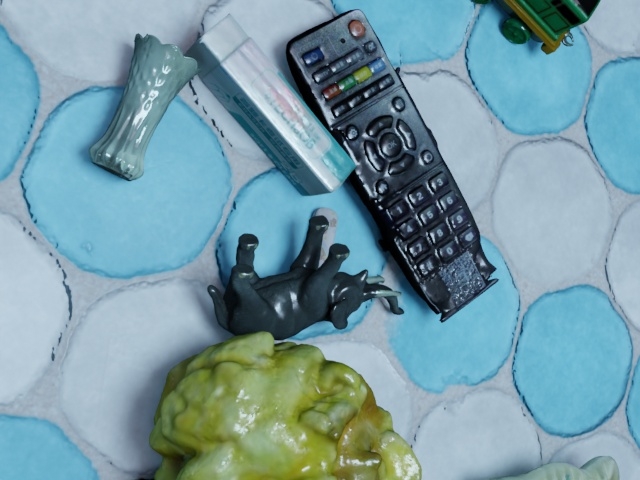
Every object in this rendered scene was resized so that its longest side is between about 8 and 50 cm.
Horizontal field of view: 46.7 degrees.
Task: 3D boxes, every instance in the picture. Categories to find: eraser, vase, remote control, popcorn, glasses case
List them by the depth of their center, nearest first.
[{"bbox_3d":[-0.037,0.225,0.791,0.286,0.252,0.215,40,32,-26],"label":"popcorn"},{"bbox_3d":[-0.197,-0.140,0.810,0.081,0.081,0.149,26,81,-21],"label":"vase"},{"bbox_3d":[-0.059,-0.148,0.860,0.052,0.095,0.225,-45,106,-15],"label":"eraser"},{"bbox_3d":[0.000,0.000,0.920,0.032,0.021,0.083,16,81,-21],"label":"glasses case"},{"bbox_3d":[0.096,-0.094,0.946,0.144,0.062,0.399,-33,99,-23],"label":"remote control"}]

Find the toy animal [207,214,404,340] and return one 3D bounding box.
[{"bbox_3d":[-0.004,0.049,0.867,0.269,0.082,0.137,-5,125,-26],"label":"toy animal"}]

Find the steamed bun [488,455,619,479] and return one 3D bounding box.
[{"bbox_3d":[0.314,0.441,0.937,0.280,0.207,0.268,-4,46,-20],"label":"steamed bun"}]

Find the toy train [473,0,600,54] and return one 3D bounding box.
[{"bbox_3d":[0.288,-0.350,1.005,0.227,0.136,0.091,40,72,-20],"label":"toy train"}]

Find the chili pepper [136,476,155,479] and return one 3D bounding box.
[{"bbox_3d":[-0.164,0.372,0.811,0.088,0.059,0.227,-28,101,-27],"label":"chili pepper"}]
